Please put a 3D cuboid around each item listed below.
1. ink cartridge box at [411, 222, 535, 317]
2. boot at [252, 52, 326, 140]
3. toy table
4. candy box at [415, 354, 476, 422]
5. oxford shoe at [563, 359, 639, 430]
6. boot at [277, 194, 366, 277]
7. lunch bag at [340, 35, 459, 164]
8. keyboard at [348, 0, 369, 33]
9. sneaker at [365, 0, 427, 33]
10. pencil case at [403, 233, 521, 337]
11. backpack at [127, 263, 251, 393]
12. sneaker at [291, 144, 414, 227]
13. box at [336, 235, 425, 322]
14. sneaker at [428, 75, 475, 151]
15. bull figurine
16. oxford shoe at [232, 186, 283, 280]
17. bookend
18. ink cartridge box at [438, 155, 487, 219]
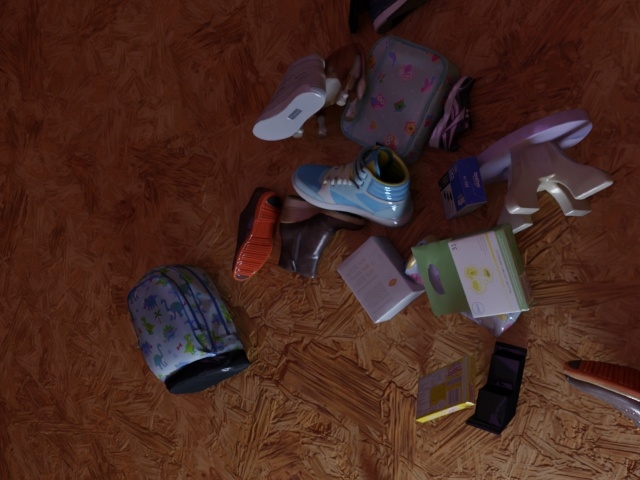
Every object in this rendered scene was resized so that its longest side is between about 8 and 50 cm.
[{"bbox_3d":[0.301,0.074,1.204,0.235,0.056,0.171,-16,95,38],"label":"ink cartridge box"},{"bbox_3d":[-0.070,-0.339,1.390,0.258,0.095,0.123,-22,55,47],"label":"boot"},{"bbox_3d":[0.442,-0.126,1.183,0.274,0.252,0.161,134,127,-59],"label":"toy table"},{"bbox_3d":[0.277,0.335,1.304,0.206,0.027,0.105,132,156,-55],"label":"candy box"},{"bbox_3d":[0.642,0.345,1.121,0.363,0.130,0.133,23,109,30],"label":"oxford shoe"},{"bbox_3d":[0.000,0.000,1.534,0.248,0.090,0.207,15,111,27],"label":"boot"},{"bbox_3d":[0.178,-0.332,1.396,0.224,0.108,0.279,33,106,26],"label":"lunch bag"},{"bbox_3d":[0.098,-0.595,1.419,0.038,0.192,0.100,-3,50,-5],"label":"keyboard"},{"bbox_3d":[0.192,-0.633,1.400,0.226,0.086,0.163,-29,79,28],"label":"sneaker"},{"bbox_3d":[0.322,0.097,1.306,0.273,0.124,0.113,37,67,23],"label":"pencil case"},{"bbox_3d":[-0.393,0.238,1.672,0.290,0.273,0.356,-29,64,34],"label":"backpack"},{"bbox_3d":[0.074,-0.161,1.377,0.319,0.208,0.127,17,59,15],"label":"sneaker"},{"bbox_3d":[0.148,0.094,1.425,0.130,0.091,0.170,-43,70,23],"label":"box"},{"bbox_3d":[0.321,-0.287,1.347,0.077,0.072,0.178,27,112,15],"label":"sneaker"},{"bbox_3d":[0.005,-0.359,1.437,0.310,0.101,0.188,-29,56,53],"label":"bull figurine"},{"bbox_3d":[-0.189,-0.019,1.634,0.098,0.097,0.271,33,102,46],"label":"oxford shoe"},{"bbox_3d":[0.380,0.313,1.252,0.072,0.157,0.156,12,97,29],"label":"bookend"},{"bbox_3d":[0.306,-0.109,1.270,0.046,0.207,0.097,-11,84,0],"label":"ink cartridge box"}]
